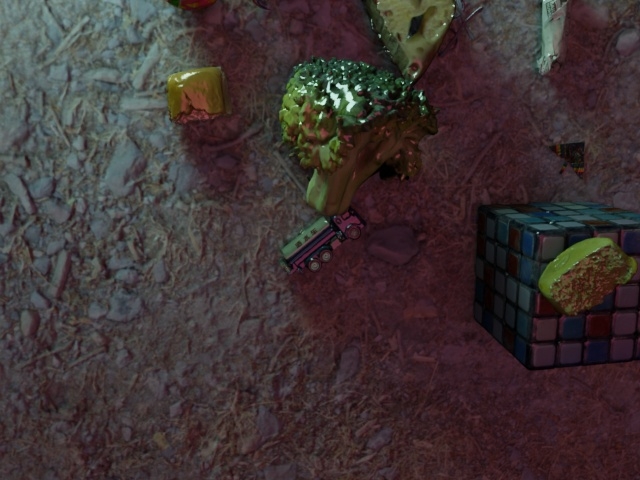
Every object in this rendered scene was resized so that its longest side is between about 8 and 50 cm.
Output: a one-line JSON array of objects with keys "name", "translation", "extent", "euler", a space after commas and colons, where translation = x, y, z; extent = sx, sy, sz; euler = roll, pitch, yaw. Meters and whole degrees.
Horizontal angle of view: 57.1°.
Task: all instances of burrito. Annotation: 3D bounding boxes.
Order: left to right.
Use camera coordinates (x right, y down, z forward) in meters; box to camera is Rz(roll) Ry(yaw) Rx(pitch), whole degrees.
[{"name": "burrito", "translation": [0.492, -0.450, 1.235], "extent": [0.064, 0.064, 0.203], "euler": [0, 102, -8]}]

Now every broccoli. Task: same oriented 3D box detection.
[{"name": "broccoli", "translation": [0.059, -0.184, 1.093], "extent": [0.293, 0.348, 0.281], "euler": [19, 110, -7]}]

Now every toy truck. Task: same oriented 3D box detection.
[{"name": "toy truck", "translation": [0.000, 0.000, 1.268], "extent": [0.201, 0.074, 0.088], "euler": [-39, 97, 3]}]

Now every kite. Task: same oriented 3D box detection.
[{"name": "kite", "translation": [0.568, -0.190, 1.336], "extent": [0.122, 0.004, 0.090], "euler": [33, 97, -14]}]

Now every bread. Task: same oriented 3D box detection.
[{"name": "bread", "translation": [-0.242, -0.283, 1.155], "extent": [0.125, 0.082, 0.106], "euler": [-9, 111, -3]}, {"name": "bread", "translation": [0.458, 0.058, 1.023], "extent": [0.156, 0.125, 0.086], "euler": [-42, 97, 18]}]

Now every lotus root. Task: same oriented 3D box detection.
[{"name": "lotus root", "translation": [0.173, -0.448, 1.144], "extent": [0.170, 0.074, 0.261], "euler": [-31, 85, -12]}]

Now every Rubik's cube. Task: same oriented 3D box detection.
[{"name": "Rubik's cube", "translation": [0.514, 0.079, 1.245], "extent": [0.286, 0.292, 0.293], "euler": [-3, 105, -7]}]

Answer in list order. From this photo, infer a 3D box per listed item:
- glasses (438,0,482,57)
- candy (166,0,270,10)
[{"name": "glasses", "translation": [0.274, -0.440, 1.181], "extent": [0.062, 0.104, 0.140], "euler": [6, 106, -12]}, {"name": "candy", "translation": [-0.127, -0.490, 1.125], "extent": [0.365, 0.124, 0.124], "euler": [-1, 104, -20]}]
